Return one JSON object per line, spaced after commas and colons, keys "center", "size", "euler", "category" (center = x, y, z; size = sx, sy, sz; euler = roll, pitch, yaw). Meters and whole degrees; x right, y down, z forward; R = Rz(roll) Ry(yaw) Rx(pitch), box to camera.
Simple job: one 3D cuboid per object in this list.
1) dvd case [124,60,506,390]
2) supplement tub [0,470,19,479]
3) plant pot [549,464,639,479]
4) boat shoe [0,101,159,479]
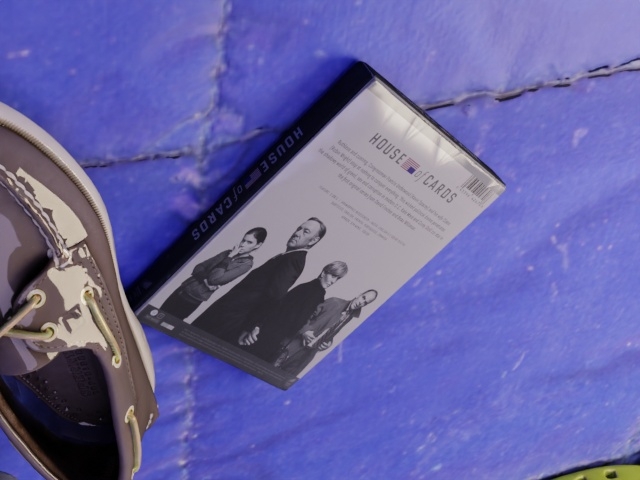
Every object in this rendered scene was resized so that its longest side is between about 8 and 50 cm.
{"center": [0.000, 0.000, 0.928], "size": [0.238, 0.029, 0.179], "euler": [-44, 137, 13], "category": "dvd case"}
{"center": [-0.302, 0.203, 0.877], "size": [0.190, 0.117, 0.117], "euler": [20, 117, -41], "category": "supplement tub"}
{"center": [0.342, 0.362, 1.339], "size": [0.207, 0.228, 0.227], "euler": [-23, 137, -19], "category": "plant pot"}
{"center": [-0.181, 0.048, 0.802], "size": [0.116, 0.097, 0.324], "euler": [-10, 137, 5], "category": "boat shoe"}
